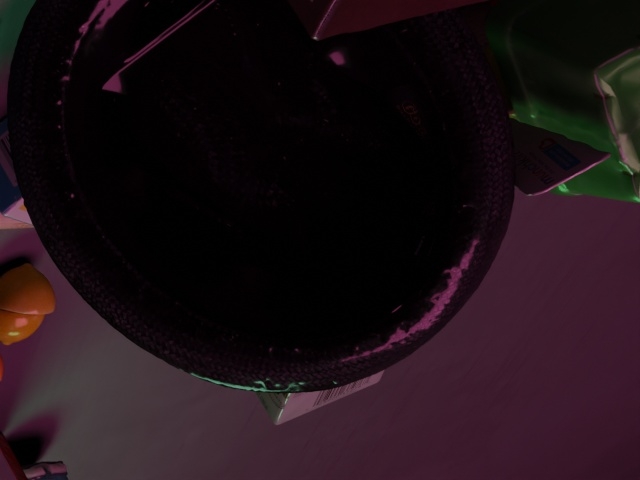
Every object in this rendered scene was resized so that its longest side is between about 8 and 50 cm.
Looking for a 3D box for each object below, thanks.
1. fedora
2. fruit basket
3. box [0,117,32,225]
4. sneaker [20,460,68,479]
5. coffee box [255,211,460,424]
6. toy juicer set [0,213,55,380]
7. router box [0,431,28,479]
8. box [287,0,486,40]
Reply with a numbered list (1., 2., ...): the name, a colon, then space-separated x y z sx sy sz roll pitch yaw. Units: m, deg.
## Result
1. fedora: -0.037 -0.069 1.288 0.334 0.334 0.152 -35 -173 8
2. fruit basket: 0.217 -0.157 1.399 0.327 0.165 0.353 -29 -158 -8
3. box: -0.146 -0.048 1.442 0.100 0.060 0.244 -37 158 13
4. sneaker: -0.328 0.307 1.906 0.275 0.110 0.107 -45 156 28
5. coffee box: 0.000 0.000 1.605 0.119 0.168 0.297 -21 156 -26
6. toy juicer set: -0.278 0.065 1.469 0.209 0.089 0.329 -18 154 -33
7. router box: -0.365 0.366 1.719 0.335 0.301 0.082 -30 159 -4
8. box: 0.063 -0.246 1.146 0.203 0.168 0.167 -17 155 -35
